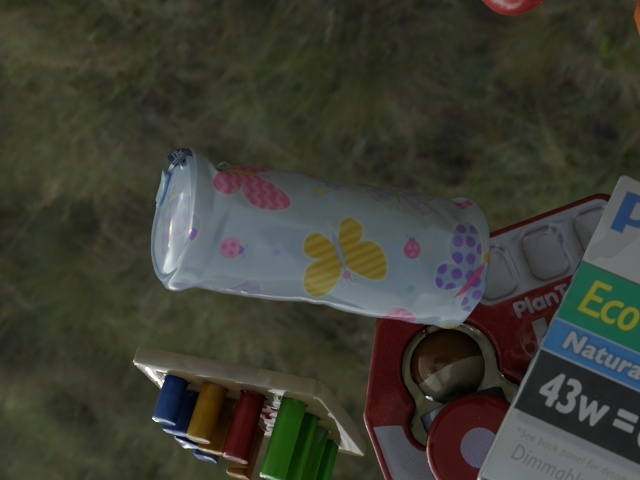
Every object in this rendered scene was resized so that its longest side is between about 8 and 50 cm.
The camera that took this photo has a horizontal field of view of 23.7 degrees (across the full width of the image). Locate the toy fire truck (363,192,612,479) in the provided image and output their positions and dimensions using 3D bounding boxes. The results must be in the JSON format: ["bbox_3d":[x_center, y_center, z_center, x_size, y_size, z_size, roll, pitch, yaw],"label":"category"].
[{"bbox_3d":[0.182,0.114,1.458,0.302,0.253,0.169,-20,163,3],"label":"toy fire truck"}]

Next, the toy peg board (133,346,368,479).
[{"bbox_3d":[-0.063,0.162,1.248,0.161,0.079,0.161,8,158,19],"label":"toy peg board"}]

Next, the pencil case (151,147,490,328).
[{"bbox_3d":[0.000,0.000,1.232,0.273,0.113,0.124,9,-169,-18],"label":"pencil case"}]

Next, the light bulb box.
[{"bbox_3d":[0.314,0.170,1.065,0.358,0.225,0.361,24,167,14],"label":"light bulb box"}]

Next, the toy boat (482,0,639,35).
[{"bbox_3d":[0.178,-0.162,0.849,0.151,0.231,0.151,-36,94,23],"label":"toy boat"}]
